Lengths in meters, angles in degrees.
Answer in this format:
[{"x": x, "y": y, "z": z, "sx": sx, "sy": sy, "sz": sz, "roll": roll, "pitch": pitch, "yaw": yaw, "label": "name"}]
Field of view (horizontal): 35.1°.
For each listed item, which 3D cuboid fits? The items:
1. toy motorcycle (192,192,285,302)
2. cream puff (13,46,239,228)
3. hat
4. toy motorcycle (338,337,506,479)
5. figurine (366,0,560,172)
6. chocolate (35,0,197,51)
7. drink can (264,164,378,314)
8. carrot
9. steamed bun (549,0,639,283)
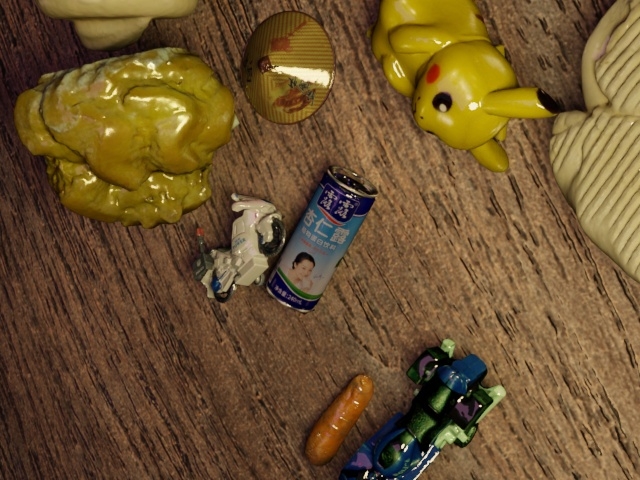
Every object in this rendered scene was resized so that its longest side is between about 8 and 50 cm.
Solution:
[{"x": -0.136, "y": 0.005, "z": 1.729, "sx": 0.221, "sy": 0.102, "sz": 0.150, "roll": -43, "pitch": 51, "yaw": 35, "label": "toy motorcycle"}, {"x": -0.309, "y": -0.156, "z": 1.701, "sx": 0.378, "sy": 0.378, "sz": 0.276, "roll": -13, "pitch": 88, "yaw": 31, "label": "cream puff"}, {"x": -0.075, "y": -0.288, "z": 1.679, "sx": 0.193, "sy": 0.082, "sz": 0.193, "roll": 4, "pitch": 97, "yaw": 32, "label": "hat"}, {"x": 0.139, "y": 0.306, "z": 1.539, "sx": 0.125, "sy": 0.196, "sz": 0.331, "roll": 43, "pitch": 116, "yaw": 21, "label": "toy motorcycle"}, {"x": 0.190, "y": -0.242, "z": 1.458, "sx": 0.169, "sy": 0.218, "sz": 0.327, "roll": -18, "pitch": 66, "yaw": -12, "label": "figurine"}, {"x": -0.339, "y": -0.475, "z": 1.683, "sx": 0.314, "sy": 0.326, "sz": 0.297, "roll": -3, "pitch": 91, "yaw": -2, "label": "chocolate"}, {"x": 0.000, "y": 0.000, "z": 1.653, "sx": 0.097, "sy": 0.097, "sz": 0.235, "roll": 38, "pitch": 111, "yaw": 23, "label": "drink can"}, {"x": 0.030, "y": 0.297, "z": 1.686, "sx": 0.060, "sy": 0.060, "sz": 0.186, "roll": 38, "pitch": 110, "yaw": 23, "label": "carrot"}, {"x": 0.481, "y": -0.116, "z": 1.263, "sx": 0.342, "sy": 0.255, "sz": 0.368, "roll": -62, "pitch": 35, "yaw": 39, "label": "steamed bun"}]
